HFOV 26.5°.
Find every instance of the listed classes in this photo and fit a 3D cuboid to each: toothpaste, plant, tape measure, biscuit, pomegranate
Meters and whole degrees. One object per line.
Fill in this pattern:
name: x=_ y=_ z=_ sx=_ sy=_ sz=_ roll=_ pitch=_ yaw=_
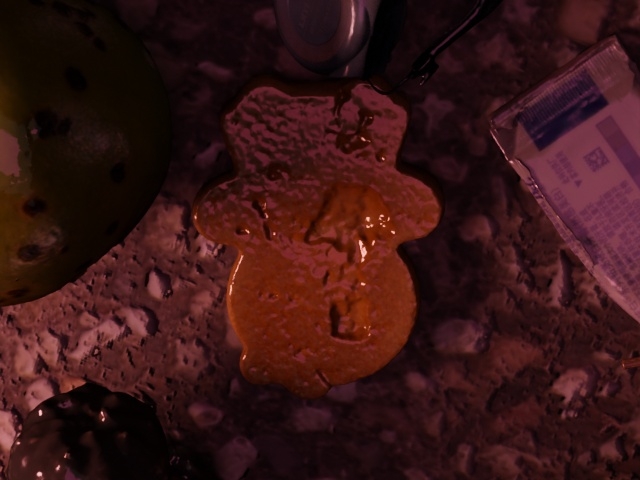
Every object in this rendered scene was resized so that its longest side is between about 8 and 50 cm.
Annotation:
toothpaste: x=0.238 y=0.001 z=0.964 sx=0.099 sy=0.068 sz=0.282 roll=-34 pitch=90 yaw=-18
plant: x=-0.160 y=0.226 z=1.006 sx=0.141 sy=0.164 sz=0.256 roll=10 pitch=126 yaw=12
tape measure: x=0.061 y=-0.177 z=0.933 sx=0.179 sy=0.107 sz=0.104 roll=-26 pitch=140 yaw=-26
biscuit: x=0.000 y=-0.001 z=0.991 sx=0.184 sy=0.035 sz=0.249 roll=-3 pitch=108 yaw=5
pomegranate: x=-0.232 y=-0.093 z=0.901 sx=0.231 sy=0.231 sz=0.286 roll=-37 pitch=73 yaw=13

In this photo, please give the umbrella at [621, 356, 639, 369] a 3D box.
umbrella: x=0.305 y=0.077 z=1.006 sx=0.165 sy=0.027 sz=0.025 roll=-10 pitch=152 yaw=4
